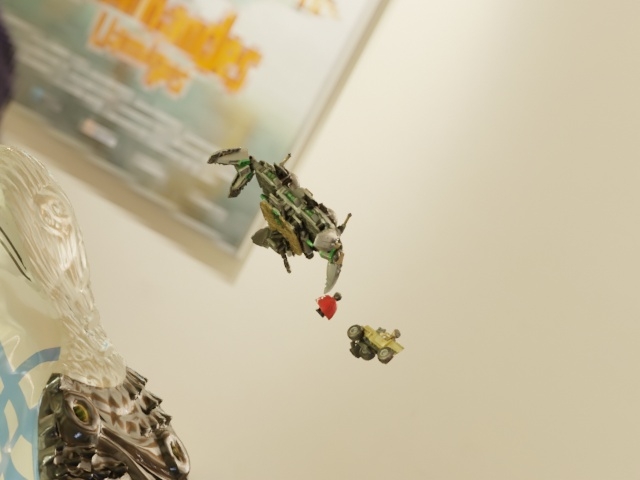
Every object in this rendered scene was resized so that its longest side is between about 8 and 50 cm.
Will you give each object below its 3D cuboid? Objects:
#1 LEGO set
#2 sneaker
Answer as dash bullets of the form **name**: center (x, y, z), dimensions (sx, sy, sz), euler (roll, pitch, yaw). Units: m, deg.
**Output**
- **LEGO set**: center (0.000, 0.001, 0.567), dimensions (0.054, 0.023, 0.083), euler (30, -22, 55)
- **sneaker**: center (-0.112, 0.059, 0.697), dimensions (0.085, 0.086, 0.237), euler (39, 17, -41)
